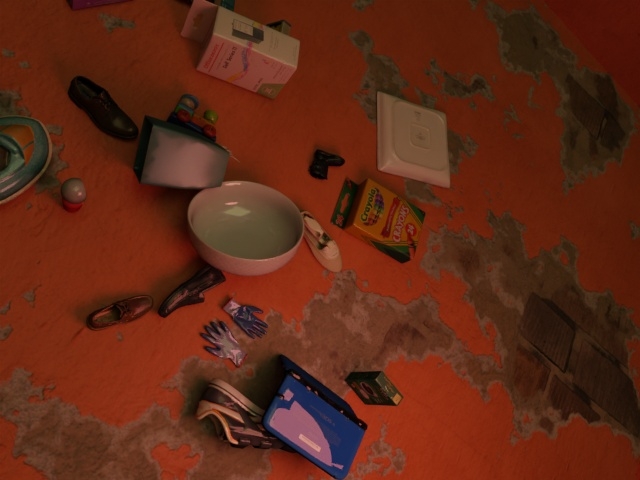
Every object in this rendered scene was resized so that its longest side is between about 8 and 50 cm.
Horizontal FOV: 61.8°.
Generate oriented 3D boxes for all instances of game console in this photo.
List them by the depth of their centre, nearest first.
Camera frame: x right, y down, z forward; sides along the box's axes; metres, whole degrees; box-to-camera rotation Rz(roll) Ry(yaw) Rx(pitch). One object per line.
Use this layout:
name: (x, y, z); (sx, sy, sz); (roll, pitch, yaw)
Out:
game console: (-0.030, 0.496, 1.529); (0.293, 0.173, 0.250); (39, 56, -12)

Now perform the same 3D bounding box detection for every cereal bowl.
cereal bowl: (-0.224, -0.020, 1.575); (0.338, 0.141, 0.339); (9, 44, -9)

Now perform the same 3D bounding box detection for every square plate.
square plate: (0.377, -0.401, 2.105); (0.347, 0.049, 0.344); (10, 71, -26)

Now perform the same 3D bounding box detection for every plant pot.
plant pot: (-0.395, -0.240, 1.539); (0.234, 0.165, 0.166); (9, 107, -29)

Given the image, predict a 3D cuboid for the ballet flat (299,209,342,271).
ballet flat: (0.000, 0.000, 1.759); (0.248, 0.086, 0.086); (50, 59, -7)

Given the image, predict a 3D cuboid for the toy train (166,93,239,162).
toy train: (-0.350, -0.349, 1.676); (0.248, 0.105, 0.143); (28, 47, -23)

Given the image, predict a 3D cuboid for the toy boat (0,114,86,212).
toy boat: (-0.748, -0.184, 1.369); (0.318, 0.148, 0.268); (33, 62, -16)

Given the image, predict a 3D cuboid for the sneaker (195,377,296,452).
sneaker: (-0.199, 0.520, 1.471); (0.321, 0.126, 0.127); (35, 58, -6)

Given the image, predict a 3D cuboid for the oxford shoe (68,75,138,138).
oxford shoe: (-0.619, -0.379, 1.530); (0.227, 0.096, 0.083); (38, 59, -15)

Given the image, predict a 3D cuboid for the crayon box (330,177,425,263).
crayon box: (0.210, -0.079, 1.898); (0.318, 0.081, 0.202); (28, 64, -18)

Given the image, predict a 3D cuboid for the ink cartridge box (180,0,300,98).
ink cartridge box: (-0.268, -0.609, 1.723); (0.353, 0.207, 0.119); (15, 67, -23)

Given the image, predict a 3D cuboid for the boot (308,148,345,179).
boot: (0.022, -0.257, 1.870); (0.121, 0.045, 0.099); (18, 65, -15)

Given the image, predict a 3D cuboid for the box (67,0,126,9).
box: (-0.729, -0.864, 1.638); (0.200, 0.057, 0.293); (-27, 89, -33)

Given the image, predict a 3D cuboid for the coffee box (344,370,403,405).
coffee box: (0.163, 0.457, 1.649); (0.113, 0.184, 0.040); (50, 60, -6)

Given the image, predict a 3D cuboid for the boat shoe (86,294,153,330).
boat shoe: (-0.529, 0.191, 1.426); (0.177, 0.060, 0.064); (-19, 85, -32)

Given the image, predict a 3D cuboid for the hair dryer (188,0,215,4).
hair dryer: (-0.410, -0.806, 1.802); (0.223, 0.080, 0.294); (-27, 83, -16)

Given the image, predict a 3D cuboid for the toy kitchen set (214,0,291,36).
toy kitchen set: (-0.223, -0.741, 1.771); (0.207, 0.166, 0.122); (12, 82, -53)

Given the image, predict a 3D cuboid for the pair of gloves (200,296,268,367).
pair of gloves: (-0.249, 0.266, 1.579); (0.159, 0.023, 0.198); (43, 61, -13)

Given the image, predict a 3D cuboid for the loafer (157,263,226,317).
loafer: (-0.362, 0.149, 1.520); (0.078, 0.076, 0.223); (48, 55, 1)
